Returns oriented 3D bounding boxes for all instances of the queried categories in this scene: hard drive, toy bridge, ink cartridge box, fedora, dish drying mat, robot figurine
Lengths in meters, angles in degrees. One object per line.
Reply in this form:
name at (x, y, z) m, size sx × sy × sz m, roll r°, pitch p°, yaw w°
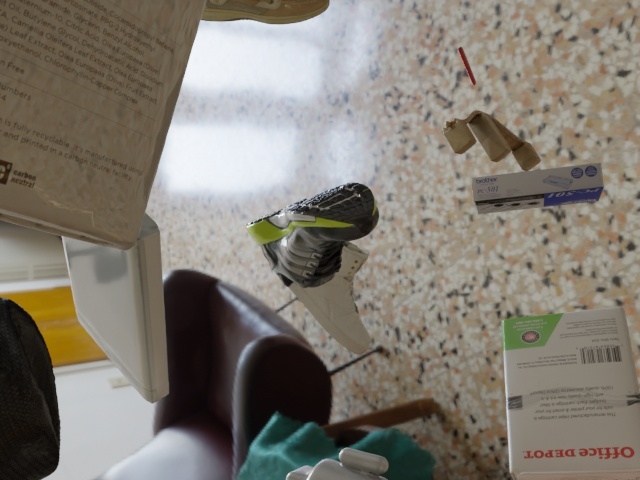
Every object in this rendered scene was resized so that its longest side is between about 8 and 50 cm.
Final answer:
hard drive at (-0.310, 0.058, 1.068) m, size 0.233 × 0.047 × 0.353 m, roll 40°, pitch 140°, yaw 29°
toy bridge at (0.199, -0.124, 0.853) m, size 0.026 × 0.188 × 0.063 m, roll -40°, pitch 62°, yaw 32°
ink cartridge box at (0.403, 0.258, 1.147) m, size 0.199 × 0.114 × 0.272 m, roll -9°, pitch 50°, yaw 21°
fedora at (-0.389, 0.185, 0.824) m, size 0.334 × 0.153 × 0.333 m, roll 166°, pitch 90°, yaw -76°
dish drying mat at (0.309, -0.367, 1.511) m, size 0.008 × 0.032 × 0.083 m, roll -19°, pitch 104°, yaw 24°
ink cartridge box at (0.368, -0.087, 1.229) m, size 0.207 × 0.097 × 0.046 m, roll -6°, pitch 77°, yaw 15°
robot figurine at (0.081, 0.664, 1.764) m, size 0.354 × 0.200 × 0.299 m, roll 13°, pitch 94°, yaw 25°

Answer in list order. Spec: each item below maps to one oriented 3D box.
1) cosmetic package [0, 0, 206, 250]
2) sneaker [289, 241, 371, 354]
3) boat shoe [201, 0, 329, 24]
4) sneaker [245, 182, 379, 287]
cosmetic package at (-0.177, -0.198, 0.440) m, size 0.197 × 0.155 × 0.365 m, roll 14°, pitch 85°, yaw 36°
sneaker at (0.054, 0.104, 1.554) m, size 0.169 × 0.292 × 0.108 m, roll -38°, pitch 17°, yaw 10°
boat shoe at (-0.126, -0.522, 1.503) m, size 0.098 × 0.303 × 0.109 m, roll 97°, pitch 166°, yaw -46°
sneaker at (0.000, 0.000, 0.994) m, size 0.121 × 0.111 × 0.300 m, roll 66°, pitch 157°, yaw -6°
